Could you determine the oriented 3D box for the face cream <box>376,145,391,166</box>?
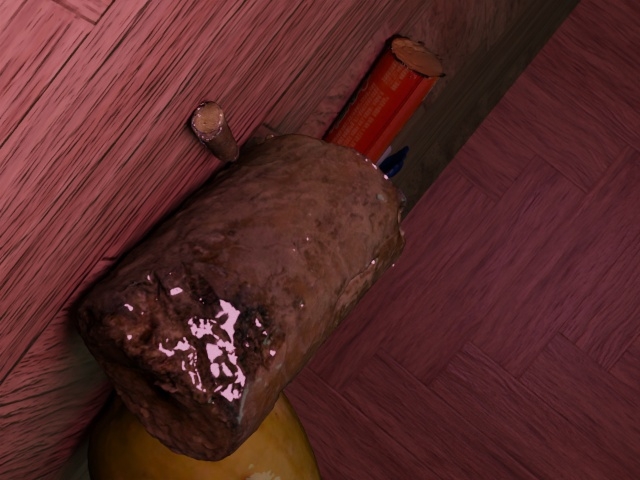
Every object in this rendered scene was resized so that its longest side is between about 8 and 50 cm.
[{"bbox_3d":[0.010,-0.065,1.635,0.198,0.057,0.084,-48,176,-9],"label":"face cream"}]

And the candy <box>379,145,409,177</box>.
[{"bbox_3d":[0.000,0.000,1.769,0.331,0.077,0.187,-42,-171,32],"label":"candy"}]

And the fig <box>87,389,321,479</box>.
[{"bbox_3d":[-0.127,0.282,1.523,0.258,0.326,0.258,-33,-155,17],"label":"fig"}]

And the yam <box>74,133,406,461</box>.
[{"bbox_3d":[-0.072,0.043,1.118,0.300,0.195,0.195,-47,172,-35],"label":"yam"}]

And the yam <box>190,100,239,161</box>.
[{"bbox_3d":[-0.085,-0.082,1.020,0.129,0.027,0.033,73,25,-80],"label":"yam"}]

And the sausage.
[{"bbox_3d":[0.047,-0.122,1.482,0.264,0.083,0.083,-53,173,32],"label":"sausage"}]
